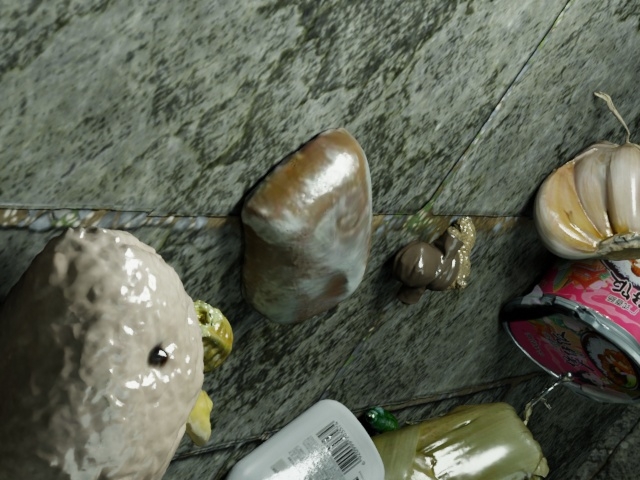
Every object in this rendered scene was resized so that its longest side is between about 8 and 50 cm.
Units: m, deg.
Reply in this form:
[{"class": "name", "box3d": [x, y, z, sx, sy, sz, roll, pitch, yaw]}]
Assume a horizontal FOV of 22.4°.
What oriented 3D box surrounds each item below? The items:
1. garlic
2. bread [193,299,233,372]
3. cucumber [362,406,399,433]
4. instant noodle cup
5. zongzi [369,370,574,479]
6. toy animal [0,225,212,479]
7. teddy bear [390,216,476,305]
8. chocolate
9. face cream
[{"class": "garlic", "box3d": [0.404, -0.063, 2.175, 0.207, 0.207, 0.257, -35, 147, -31]}, {"class": "bread", "box3d": [-0.122, 0.095, 1.611, 0.110, 0.060, 0.066, 45, 59, -67]}, {"class": "cucumber", "box3d": [0.085, 0.257, 2.306, 0.037, 0.037, 0.155, -48, 158, -1]}, {"class": "instant noodle cup", "box3d": [0.429, 0.104, 2.468, 0.181, 0.258, 0.302, -57, 163, -21]}, {"class": "zongzi", "box3d": [0.150, 0.297, 2.218, 0.447, 0.181, 0.418, -35, 144, 6]}, {"class": "toy animal", "box3d": [-0.213, 0.156, 1.366, 0.358, 0.188, 0.226, -54, 152, 15]}, {"class": "teddy bear", "box3d": [0.148, 0.032, 1.995, 0.160, 0.078, 0.119, -13, 143, -58]}, {"class": "chocolate", "box3d": [0.000, 0.002, 1.657, 0.157, 0.080, 0.254, -40, 157, -22]}, {"class": "face cream", "box3d": [-0.050, 0.326, 2.031, 0.291, 0.144, 0.071, -36, -178, -33]}]
